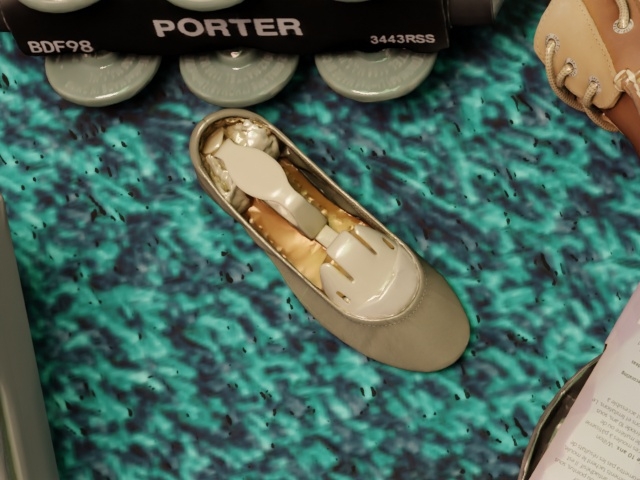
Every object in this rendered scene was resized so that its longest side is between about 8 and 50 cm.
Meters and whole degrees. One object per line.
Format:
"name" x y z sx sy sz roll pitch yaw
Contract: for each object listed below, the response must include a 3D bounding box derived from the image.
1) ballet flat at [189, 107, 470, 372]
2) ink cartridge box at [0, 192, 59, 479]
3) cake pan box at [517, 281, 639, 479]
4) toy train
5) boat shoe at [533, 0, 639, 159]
"ballet flat" 0.000 0.000 1.159 0.213 0.068 0.072 42 84 15
"ink cartridge box" -0.346 0.143 1.071 0.385 0.160 0.279 -9 101 5
"cake pan box" 0.238 0.167 1.084 0.267 0.070 0.245 28 78 14
"toy train" -0.050 -0.188 1.185 0.334 0.142 0.190 0 57 11
"boat shoe" 0.188 -0.112 1.136 0.116 0.123 0.324 -11 58 13
